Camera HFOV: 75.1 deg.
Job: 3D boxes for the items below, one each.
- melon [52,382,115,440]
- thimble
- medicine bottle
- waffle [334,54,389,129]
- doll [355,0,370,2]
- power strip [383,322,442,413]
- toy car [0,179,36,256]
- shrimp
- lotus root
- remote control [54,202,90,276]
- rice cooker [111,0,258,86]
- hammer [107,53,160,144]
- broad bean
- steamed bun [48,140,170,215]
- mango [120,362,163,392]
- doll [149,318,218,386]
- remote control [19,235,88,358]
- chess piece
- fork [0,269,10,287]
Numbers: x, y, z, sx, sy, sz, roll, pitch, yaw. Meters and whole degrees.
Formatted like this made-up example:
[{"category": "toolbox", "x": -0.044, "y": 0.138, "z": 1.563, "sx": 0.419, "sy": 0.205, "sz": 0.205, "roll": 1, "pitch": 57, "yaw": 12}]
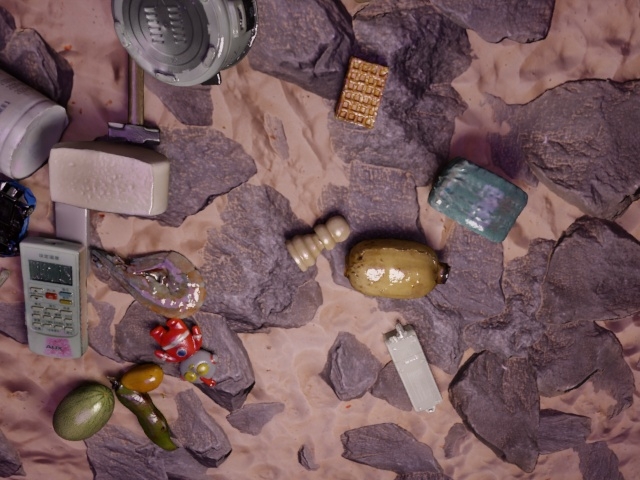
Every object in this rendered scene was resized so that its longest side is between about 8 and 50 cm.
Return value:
[{"category": "melon", "x": -0.665, "y": 0.482, "z": 1.167, "sx": 0.192, "sy": 0.139, "sz": 0.139, "roll": -39, "pitch": 109, "yaw": 10}, {"category": "thimble", "x": 0.380, "y": -0.102, "z": 1.021, "sx": 0.234, "sy": 0.198, "sz": 0.143, "roll": 22, "pitch": 105, "yaw": -19}, {"category": "medicine bottle", "x": -0.734, "y": -0.289, "z": 0.853, "sx": 0.332, "sy": 0.190, "sz": 0.190, "roll": 31, "pitch": 104, "yaw": -15}, {"category": "waffle", "x": 0.098, "y": -0.350, "z": 0.988, "sx": 0.102, "sy": 0.042, "sz": 0.148, "roll": 12, "pitch": 108, "yaw": -11}, {"category": "doll", "x": -0.013, "y": -0.609, "z": 0.826, "sx": 0.329, "sy": 0.174, "sz": 0.235, "roll": 9, "pitch": 139, "yaw": -6}, {"category": "power strip", "x": 0.280, "y": 0.384, "z": 1.263, "sx": 0.098, "sy": 0.058, "sz": 0.339, "roll": -23, "pitch": 111, "yaw": 4}, {"category": "toy car", "x": -0.751, "y": -0.052, "z": 1.005, "sx": 0.103, "sy": 0.063, "sz": 0.216, "roll": 32, "pitch": 120, "yaw": -10}, {"category": "shrimp", "x": -0.444, "y": 0.087, "z": 1.090, "sx": 0.316, "sy": 0.062, "sz": 0.164, "roll": 33, "pitch": 86, "yaw": -12}, {"category": "lotus root", "x": 0.203, "y": 0.074, "z": 1.101, "sx": 0.283, "sy": 0.146, "sz": 0.160, "roll": 5, "pitch": 129, "yaw": 0}, {"category": "remote control", "x": -0.628, "y": -0.006, "z": 1.056, "sx": 0.077, "sy": 0.022, "sz": 0.245, "roll": 8, "pitch": 110, "yaw": -6}, {"category": "rice cooker", "x": -0.257, "y": -0.444, "z": 0.825, "sx": 0.241, "sy": 0.227, "sz": 0.281, "roll": 0, "pitch": 125, "yaw": 11}, {"category": "hammer", "x": -0.410, "y": -0.399, "z": 0.919, "sx": 0.111, "sy": 0.043, "sz": 0.366, "roll": 0, "pitch": 106, "yaw": -26}, {"category": "broad bean", "x": -0.515, "y": 0.513, "z": 1.232, "sx": 0.077, "sy": 0.061, "sz": 0.339, "roll": -21, "pitch": 110, "yaw": 11}, {"category": "steamed bun", "x": -0.463, "y": -0.145, "z": 0.945, "sx": 0.241, "sy": 0.164, "sz": 0.147, "roll": 8, "pitch": 107, "yaw": -5}, {"category": "mango", "x": -0.503, "y": 0.387, "z": 1.179, "sx": 0.114, "sy": 0.080, "sz": 0.061, "roll": -14, "pitch": 125, "yaw": -7}, {"category": "doll", "x": -0.372, "y": 0.324, "z": 1.173, "sx": 0.142, "sy": 0.076, "sz": 0.245, "roll": -30, "pitch": 105, "yaw": 3}, {"category": "remote control", "x": -0.684, "y": 0.158, "z": 1.079, "sx": 0.145, "sy": 0.050, "sz": 0.344, "roll": 9, "pitch": 113, "yaw": -7}, {"category": "chess piece", "x": 0.000, "y": 0.000, "z": 1.089, "sx": 0.170, "sy": 0.094, "sz": 0.094, "roll": -32, "pitch": 110, "yaw": -2}, {"category": "fork", "x": -0.870, "y": 0.160, "z": 1.089, "sx": 0.034, "sy": 0.028, "sz": 0.219, "roll": 39, "pitch": 102, "yaw": -13}]
